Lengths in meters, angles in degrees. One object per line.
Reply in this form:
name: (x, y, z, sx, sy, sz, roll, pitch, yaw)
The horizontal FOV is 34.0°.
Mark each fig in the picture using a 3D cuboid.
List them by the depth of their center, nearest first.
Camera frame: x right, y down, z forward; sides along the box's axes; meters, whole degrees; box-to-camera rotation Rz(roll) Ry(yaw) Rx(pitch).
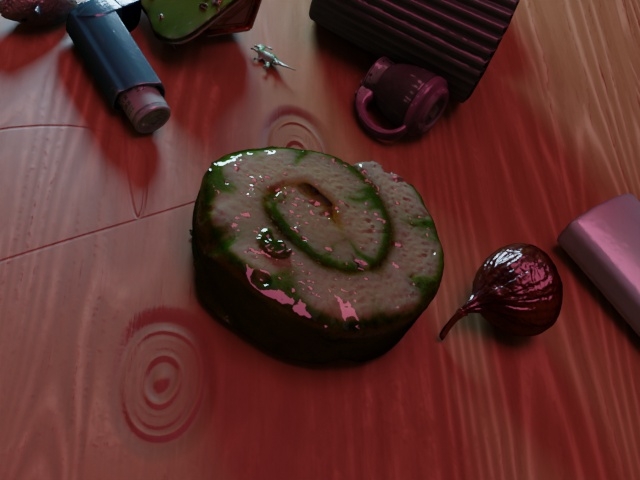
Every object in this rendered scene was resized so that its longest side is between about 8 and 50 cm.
fig: (0.266, 0.083, 1.608, 0.201, 0.134, 0.146, -10, 49, -22)

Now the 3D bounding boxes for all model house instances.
model house: (-0.218, -0.437, 1.801, 0.207, 0.154, 0.294, -39, 61, 2)

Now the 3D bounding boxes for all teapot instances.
teapot: (0.135, -0.247, 1.837, 0.146, 0.148, 0.116, 35, 9, 19)

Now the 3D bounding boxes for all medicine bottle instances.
medicine bottle: (-0.307, -0.286, 1.647, 0.124, 0.079, 0.258, -14, 62, -35)

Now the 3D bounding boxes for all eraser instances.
eraser: (0.560, 0.064, 1.781, 0.189, 0.104, 0.290, -23, 66, -33)

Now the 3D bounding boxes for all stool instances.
stool: (0.176, -0.451, 1.889, 0.330, 0.297, 0.297, 25, 46, -1)

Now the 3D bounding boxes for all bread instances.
bread: (0.000, 0.000, 1.533, 0.366, 0.129, 0.382, 41, 46, 9)

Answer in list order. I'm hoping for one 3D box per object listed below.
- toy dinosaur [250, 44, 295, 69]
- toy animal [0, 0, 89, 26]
toy dinosaur: (-0.084, -0.319, 1.827, 0.083, 0.021, 0.062, 16, 35, -13)
toy animal: (-0.404, -0.395, 1.688, 0.253, 0.079, 0.070, -30, 92, -39)
